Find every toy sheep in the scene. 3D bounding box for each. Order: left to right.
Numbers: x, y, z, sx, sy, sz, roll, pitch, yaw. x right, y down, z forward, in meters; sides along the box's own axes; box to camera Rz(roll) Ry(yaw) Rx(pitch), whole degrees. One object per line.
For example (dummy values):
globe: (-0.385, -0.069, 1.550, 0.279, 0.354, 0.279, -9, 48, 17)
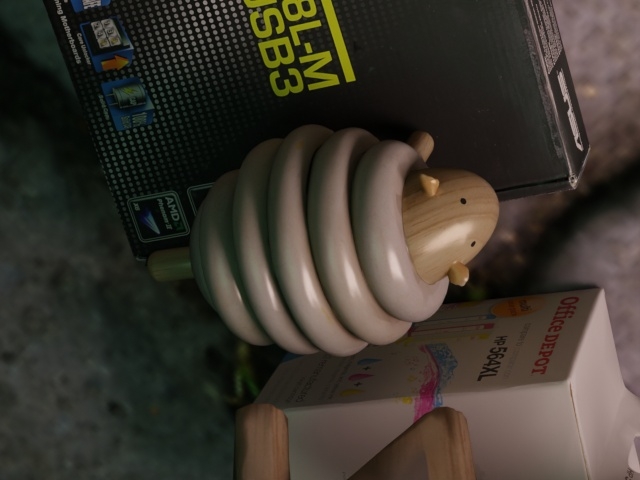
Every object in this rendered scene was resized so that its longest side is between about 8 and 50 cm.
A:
toy sheep: (0.000, 0.000, 0.645, 0.132, 0.091, 0.091, -14, 107, 23)

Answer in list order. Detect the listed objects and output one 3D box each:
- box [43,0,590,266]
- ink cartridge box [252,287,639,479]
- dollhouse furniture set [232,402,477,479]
box: (-0.011, -0.095, 0.679, 0.184, 0.045, 0.190, -8, 110, 23)
ink cartridge box: (0.060, 0.079, 0.703, 0.143, 0.092, 0.090, -8, 109, 20)
dollhouse furniture set: (0.142, 0.281, 0.611, 0.362, 0.256, 0.394, 3, 125, -5)
